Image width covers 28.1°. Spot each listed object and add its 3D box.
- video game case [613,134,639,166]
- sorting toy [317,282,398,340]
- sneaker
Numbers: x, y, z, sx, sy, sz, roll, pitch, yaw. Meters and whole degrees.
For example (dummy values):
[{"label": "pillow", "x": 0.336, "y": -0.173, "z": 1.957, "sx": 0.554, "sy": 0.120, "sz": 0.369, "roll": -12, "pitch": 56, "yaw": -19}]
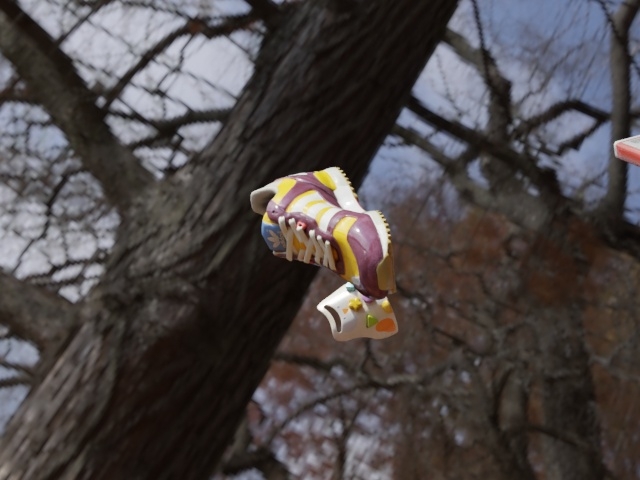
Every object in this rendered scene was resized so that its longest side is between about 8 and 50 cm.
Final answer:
[{"label": "video game case", "x": 0.504, "y": -0.108, "z": 1.520, "sx": 0.285, "sy": 0.204, "sz": 0.025, "roll": -134, "pitch": -150, "yaw": -71}, {"label": "sorting toy", "x": 0.039, "y": 0.081, "z": 1.488, "sx": 0.083, "sy": 0.075, "sz": 0.045, "roll": 59, "pitch": -14, "yaw": 24}, {"label": "sneaker", "x": 0.000, "y": 0.000, "z": 1.011, "sx": 0.185, "sy": 0.083, "sz": 0.070, "roll": -128, "pitch": -151, "yaw": -63}]
